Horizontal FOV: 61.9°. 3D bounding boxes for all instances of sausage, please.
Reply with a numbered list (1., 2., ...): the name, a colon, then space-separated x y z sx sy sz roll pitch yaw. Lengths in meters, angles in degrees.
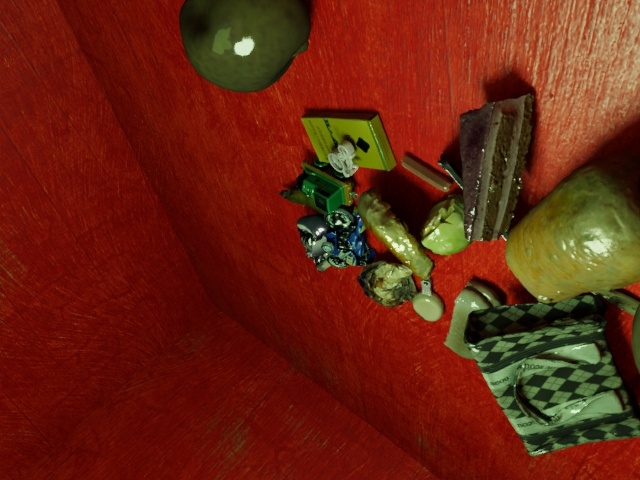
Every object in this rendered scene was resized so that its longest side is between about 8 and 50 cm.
1. sausage: 0.261 -0.166 1.320 0.147 0.035 0.030 38 122 22

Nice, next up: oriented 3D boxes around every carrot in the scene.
1. carrot: 0.491 -0.014 0.966 0.224 0.224 0.341 45 158 5

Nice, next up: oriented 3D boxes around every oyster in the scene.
1. oyster: 0.217 0.150 1.733 0.275 0.100 0.271 -5 149 34

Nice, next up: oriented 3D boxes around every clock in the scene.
1. clock: 0.066 -0.221 1.442 0.087 0.041 0.129 49 161 2

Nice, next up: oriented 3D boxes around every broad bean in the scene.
1. broad bean: -0.028 -0.137 1.777 0.339 0.061 0.077 23 153 42

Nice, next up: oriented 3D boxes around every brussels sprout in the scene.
1. brussels sprout: 0.323 -0.029 1.303 0.122 0.149 0.151 29 171 -3

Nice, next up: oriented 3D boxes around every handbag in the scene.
1. handbag: 0.573 0.323 1.281 0.316 0.180 0.416 -21 115 30

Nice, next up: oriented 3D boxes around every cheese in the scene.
1. cheese: 0.333 0.185 1.683 0.092 0.048 0.171 -10 123 37

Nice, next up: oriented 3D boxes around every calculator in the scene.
1. calculator: 0.350 -0.091 1.190 0.262 0.021 0.161 49 -161 -4

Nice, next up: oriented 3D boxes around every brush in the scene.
1. brush: 0.617 0.102 1.164 0.248 0.036 0.043 30 155 18

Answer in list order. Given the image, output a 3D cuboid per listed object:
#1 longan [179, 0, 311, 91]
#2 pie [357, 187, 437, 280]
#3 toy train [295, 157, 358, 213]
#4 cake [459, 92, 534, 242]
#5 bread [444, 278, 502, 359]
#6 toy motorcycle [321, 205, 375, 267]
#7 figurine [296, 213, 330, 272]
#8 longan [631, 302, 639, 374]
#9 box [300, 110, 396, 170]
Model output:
1. longan: -0.178 -0.490 1.253 0.288 0.288 0.350 54 148 -15
2. pie: 0.205 -0.011 1.440 0.315 0.092 0.315 48 -174 -7
3. toy train: 0.009 -0.164 1.595 0.227 0.136 0.091 29 149 27
4. cake: 0.334 -0.140 1.059 0.113 0.115 0.296 -147 53 -60
5. bread: 0.463 0.255 1.540 0.183 0.102 0.337 33 153 27
6. toy motorcycle: 0.095 0.001 1.704 0.168 0.113 0.315 10 144 10
7. figurine: 0.000 0.000 1.851 0.145 0.145 0.222 23 152 40
8. longan: 0.687 0.173 0.785 0.404 0.336 0.404 11 175 1
9. box: 0.070 -0.273 1.450 0.279 0.041 0.153 16 141 47
